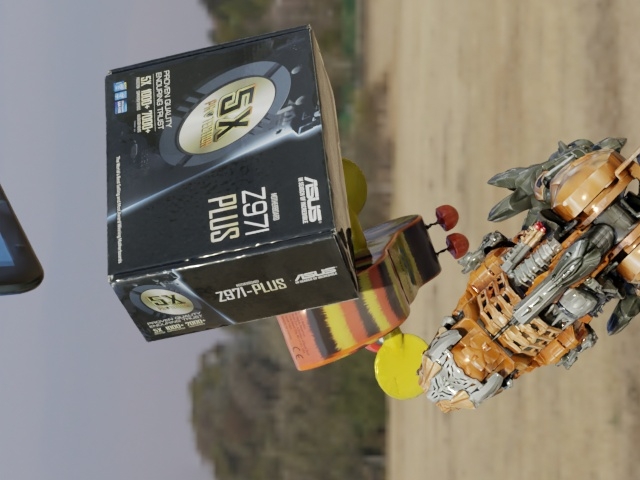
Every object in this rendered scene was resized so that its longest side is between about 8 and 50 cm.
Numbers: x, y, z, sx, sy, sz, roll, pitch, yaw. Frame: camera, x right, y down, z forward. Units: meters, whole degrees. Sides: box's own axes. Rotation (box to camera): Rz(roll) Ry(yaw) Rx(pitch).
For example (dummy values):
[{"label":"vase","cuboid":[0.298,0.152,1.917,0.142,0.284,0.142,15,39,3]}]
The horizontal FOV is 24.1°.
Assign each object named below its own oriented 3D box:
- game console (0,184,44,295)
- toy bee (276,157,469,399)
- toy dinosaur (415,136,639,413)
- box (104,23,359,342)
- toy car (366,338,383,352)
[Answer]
[{"label":"game console","cuboid":[-0.361,-0.074,1.104,0.250,0.173,0.293,63,171,-33]},{"label":"toy bee","cuboid":[0.042,0.014,1.238,0.298,0.162,0.195,-105,-8,-60]},{"label":"toy dinosaur","cuboid":[0.205,0.000,1.060,0.164,0.322,0.218,66,-171,3]},{"label":"box","cuboid":[-0.060,-0.039,0.989,0.077,0.147,0.180,68,-167,-53]},{"label":"toy car","cuboid":[0.000,0.000,1.627,0.225,0.053,0.239,62,177,31]}]
